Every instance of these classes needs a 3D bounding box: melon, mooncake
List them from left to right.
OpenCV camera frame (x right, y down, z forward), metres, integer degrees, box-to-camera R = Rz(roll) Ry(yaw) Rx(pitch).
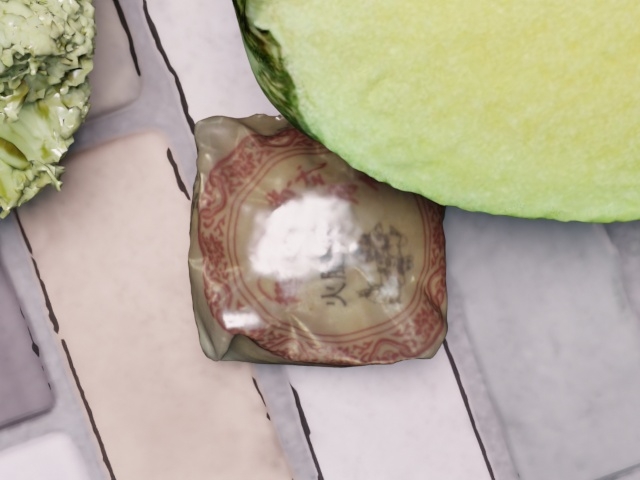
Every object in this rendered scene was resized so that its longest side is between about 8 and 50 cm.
[{"bbox_3d":[0.000,0.000,0.589,0.130,0.073,0.125,0,89,-3],"label":"mooncake"},{"bbox_3d":[0.126,-0.164,0.522,0.344,0.226,0.331,-23,88,7],"label":"melon"}]

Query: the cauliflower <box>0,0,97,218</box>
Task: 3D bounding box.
[{"bbox_3d":[-0.234,-0.119,0.493,0.275,0.250,0.272,-17,89,3],"label":"cauliflower"}]
